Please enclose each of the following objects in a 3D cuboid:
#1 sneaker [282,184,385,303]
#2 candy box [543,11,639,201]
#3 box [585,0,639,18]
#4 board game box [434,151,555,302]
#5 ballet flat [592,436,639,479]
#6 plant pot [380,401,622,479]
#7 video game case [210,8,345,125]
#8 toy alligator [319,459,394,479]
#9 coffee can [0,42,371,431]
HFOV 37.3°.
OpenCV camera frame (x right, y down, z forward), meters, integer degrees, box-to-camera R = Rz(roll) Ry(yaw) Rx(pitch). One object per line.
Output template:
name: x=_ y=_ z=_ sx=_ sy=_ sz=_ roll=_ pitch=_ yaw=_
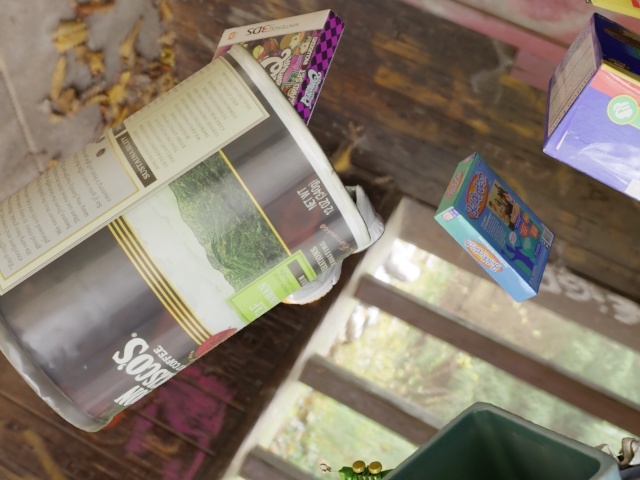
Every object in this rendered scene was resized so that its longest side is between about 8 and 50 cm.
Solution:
sneaker: x=0.000 y=0.000 z=1.677 sx=0.262 sy=0.099 sz=0.121 roll=-46 pitch=128 yaw=-29
candy box: x=0.406 y=-0.133 z=1.102 sx=0.122 sy=0.268 sz=0.317 roll=-62 pitch=179 yaw=27
box: x=0.454 y=-0.330 z=1.235 sx=0.087 sy=0.232 sz=0.058 roll=-49 pitch=136 yaw=-5
board game box: x=0.293 y=-0.023 z=1.577 sx=0.047 sy=0.210 sz=0.160 roll=-32 pitch=-162 yaw=42
ballet flat: x=0.430 y=0.322 z=1.361 sx=0.074 sy=0.203 sz=0.074 roll=169 pitch=-90 yaw=-79
plant pot: x=0.212 y=0.380 z=1.077 sx=0.247 sy=0.248 sz=0.252 roll=-34 pitch=109 yaw=-19
video game case: x=-0.088 y=-0.193 z=1.270 sx=0.042 sy=0.210 sz=0.232 roll=37 pitch=66 yaw=-41
toy alligator: x=0.077 y=0.505 z=2.020 sx=0.051 sy=0.190 sz=0.056 roll=-58 pitch=139 yaw=-53
coffee can: x=-0.127 y=-0.004 z=0.782 sx=0.275 sy=0.201 sz=0.201 roll=-35 pitch=161 yaw=-3
